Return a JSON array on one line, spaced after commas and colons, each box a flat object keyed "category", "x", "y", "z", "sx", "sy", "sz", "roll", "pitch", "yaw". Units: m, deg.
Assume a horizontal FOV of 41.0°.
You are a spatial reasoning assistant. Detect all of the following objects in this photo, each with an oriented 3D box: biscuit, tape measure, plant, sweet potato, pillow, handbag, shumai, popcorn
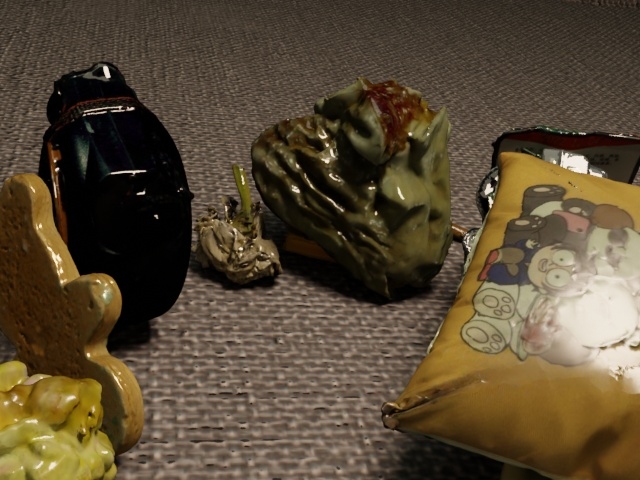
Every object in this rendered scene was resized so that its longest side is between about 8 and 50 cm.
[{"category": "biscuit", "x": -0.214, "y": 0.072, "z": 0.691, "sx": 0.234, "sy": 0.153, "sz": 0.030, "roll": 51, "pitch": 30, "yaw": 19}, {"category": "tape measure", "x": -0.196, "y": -0.025, "z": 0.805, "sx": 0.135, "sy": 0.222, "sz": 0.202, "roll": -6, "pitch": 44, "yaw": -28}, {"category": "plant", "x": -0.082, "y": -0.019, "z": 0.946, "sx": 0.104, "sy": 0.121, "sz": 0.116, "roll": -3, "pitch": 20, "yaw": -44}, {"category": "sweet potato", "x": 0.164, "y": -0.015, "z": 1.103, "sx": 0.115, "sy": 0.026, "sz": 0.026, "roll": 22, "pitch": 30, "yaw": 15}, {"category": "pillow", "x": 0.243, "y": 0.073, "z": 0.664, "sx": 0.312, "sy": 0.119, "sz": 0.310, "roll": 21, "pitch": 52, "yaw": 14}, {"category": "handbag", "x": 0.000, "y": 0.000, "z": 1.027, "sx": 0.083, "sy": 0.027, "sz": 0.061, "roll": 14, "pitch": 23, "yaw": 1}, {"category": "shumai", "x": 0.061, "y": -0.084, "z": 0.949, "sx": 0.256, "sy": 0.218, "sz": 0.189, "roll": 36, "pitch": 37, "yaw": 5}, {"category": "popcorn", "x": -0.214, "y": 0.146, "z": 0.579, "sx": 0.145, "sy": 0.126, "sz": 0.126, "roll": -3, "pitch": -5, "yaw": 25}]

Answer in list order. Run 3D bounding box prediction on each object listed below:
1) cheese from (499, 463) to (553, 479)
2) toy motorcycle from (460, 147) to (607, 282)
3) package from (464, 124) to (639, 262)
[{"category": "cheese", "x": 0.169, "y": 0.218, "z": 0.620, "sx": 0.127, "sy": 0.054, "sz": 0.251, "roll": 19, "pitch": 29, "yaw": 27}, {"category": "toy motorcycle", "x": 0.225, "y": 0.039, "z": 0.823, "sx": 0.187, "sy": 0.124, "sz": 0.274, "roll": 8, "pitch": 68, "yaw": 13}, {"category": "package", "x": 0.257, "y": -0.038, "z": 0.965, "sx": 0.166, "sy": 0.232, "sz": 0.040, "roll": 2, "pitch": 47, "yaw": -2}]
